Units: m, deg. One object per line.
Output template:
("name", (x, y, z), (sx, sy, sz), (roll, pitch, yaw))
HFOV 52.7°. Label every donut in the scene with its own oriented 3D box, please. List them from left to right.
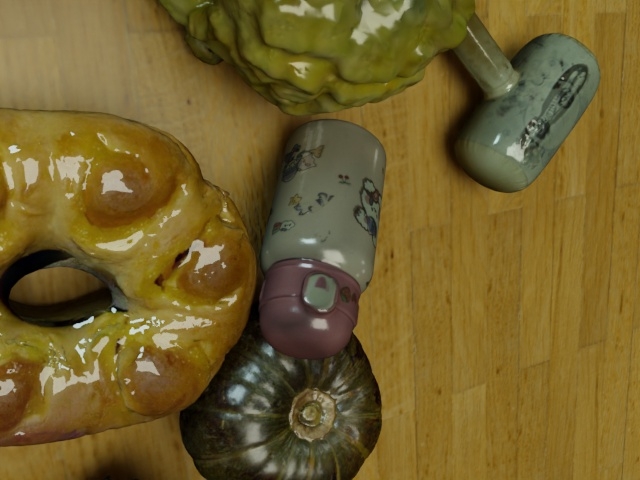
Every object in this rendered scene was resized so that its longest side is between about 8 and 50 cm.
("donut", (-0.220, 0.031, 0.550), (0.299, 0.150, 0.317), (-50, 121, -9))

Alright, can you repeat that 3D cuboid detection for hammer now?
("hammer", (0.182, -0.211, 0.742), (0.305, 0.113, 0.201), (41, 79, -25))

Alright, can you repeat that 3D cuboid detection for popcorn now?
("popcorn", (-0.006, -0.246, 0.549), (0.293, 0.237, 0.292), (-10, 112, -26))

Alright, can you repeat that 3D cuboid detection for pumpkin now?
("pumpkin", (-0.038, 0.171, 0.689), (0.219, 0.162, 0.218), (10, 72, -31))

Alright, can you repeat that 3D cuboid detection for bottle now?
("bottle", (0.000, 0.000, 0.626), (0.110, 0.110, 0.233), (33, 51, -31))

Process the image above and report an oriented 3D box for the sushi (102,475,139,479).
("sushi", (-0.246, 0.385, 0.597), (0.350, 0.211, 0.170), (-39, 122, -9))
